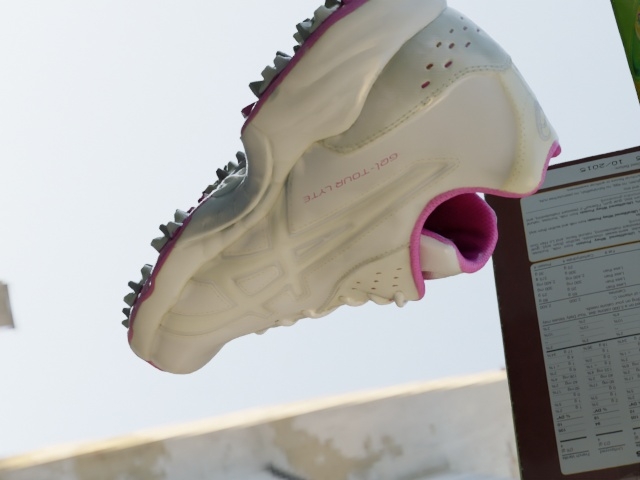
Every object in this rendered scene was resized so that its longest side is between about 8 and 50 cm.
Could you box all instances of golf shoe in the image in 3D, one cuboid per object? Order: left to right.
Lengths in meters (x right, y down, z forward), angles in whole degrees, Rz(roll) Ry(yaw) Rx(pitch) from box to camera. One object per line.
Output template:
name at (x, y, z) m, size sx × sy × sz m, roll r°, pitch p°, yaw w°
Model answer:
golf shoe at (0.000, 0.000, 0.743) m, size 0.140 × 0.115 × 0.306 m, roll 38°, pitch -44°, yaw -1°

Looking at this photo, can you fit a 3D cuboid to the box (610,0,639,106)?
box at (0.242, -0.042, 0.363) m, size 0.177 × 0.279 × 0.289 m, roll 109°, pitch -29°, yaw -69°

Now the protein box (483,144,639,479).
protein box at (0.193, 0.081, 0.883) m, size 0.200 × 0.136 × 0.201 m, roll 56°, pitch 26°, yaw -56°
